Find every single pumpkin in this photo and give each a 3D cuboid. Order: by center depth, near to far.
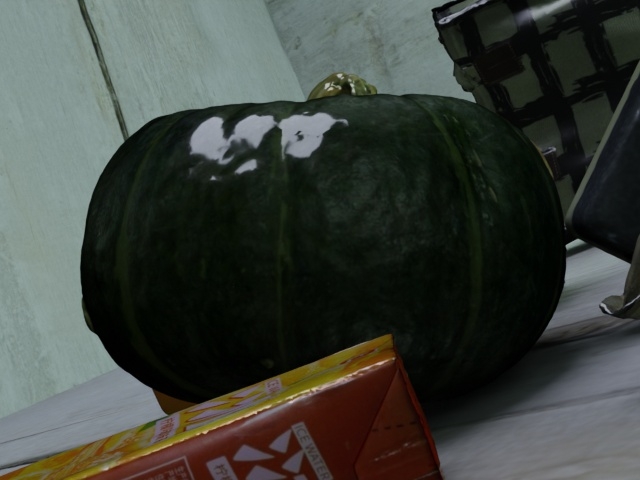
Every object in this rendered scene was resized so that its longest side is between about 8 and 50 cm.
[{"bbox_3d":[0.000,0.000,0.629,0.300,0.207,0.300,-4,3,0],"label":"pumpkin"}]

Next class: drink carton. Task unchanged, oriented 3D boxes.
[{"bbox_3d":[-0.060,0.112,0.417,0.223,0.071,0.096,-21,0,2],"label":"drink carton"}]

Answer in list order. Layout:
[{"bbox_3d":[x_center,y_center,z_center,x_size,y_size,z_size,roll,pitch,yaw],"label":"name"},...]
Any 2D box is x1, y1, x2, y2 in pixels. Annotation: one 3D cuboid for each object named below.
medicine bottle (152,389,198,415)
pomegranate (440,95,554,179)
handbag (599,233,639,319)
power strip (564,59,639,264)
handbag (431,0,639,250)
[{"bbox_3d":[-0.086,0.081,0.980,0.112,0.149,0.222,-21,0,-42],"label":"medicine bottle"},{"bbox_3d":[0.102,-0.023,0.859,0.207,0.207,0.207,-21,0,0],"label":"pomegranate"},{"bbox_3d":[0.266,-0.039,0.411,0.270,0.117,0.182,-21,13,42],"label":"handbag"},{"bbox_3d":[0.241,-0.090,0.588,0.256,0.105,0.070,-64,-4,-1],"label":"power strip"},{"bbox_3d":[0.334,-0.176,1.153,0.327,0.325,0.162,-20,-3,8],"label":"handbag"}]
